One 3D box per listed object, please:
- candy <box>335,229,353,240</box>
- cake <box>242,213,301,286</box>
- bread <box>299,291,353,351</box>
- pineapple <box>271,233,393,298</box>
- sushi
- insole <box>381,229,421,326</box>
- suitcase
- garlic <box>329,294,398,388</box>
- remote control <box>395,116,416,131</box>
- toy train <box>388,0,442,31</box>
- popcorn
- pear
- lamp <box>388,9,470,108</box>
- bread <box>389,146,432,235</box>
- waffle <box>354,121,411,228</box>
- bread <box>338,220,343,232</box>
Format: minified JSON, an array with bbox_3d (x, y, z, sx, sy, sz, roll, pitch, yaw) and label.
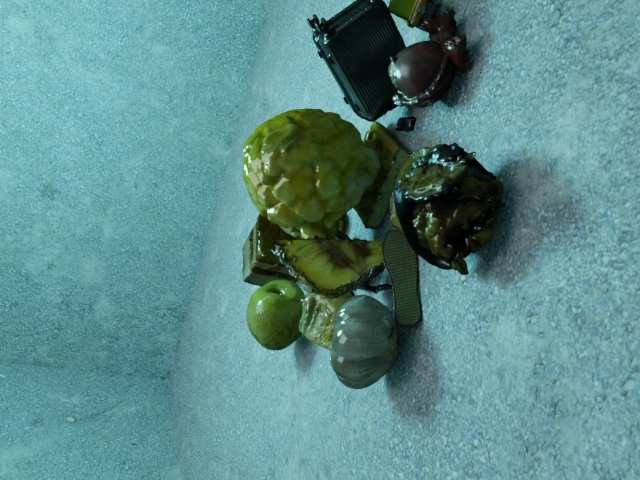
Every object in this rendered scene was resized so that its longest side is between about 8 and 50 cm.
[{"bbox_3d":[0.068,0.048,1.766,0.234,0.102,0.104,-127,53,-64],"label":"candy"},{"bbox_3d":[-0.184,0.065,2.256,0.293,0.196,0.199,128,144,-47],"label":"cake"},{"bbox_3d":[0.005,0.207,1.803,0.252,0.132,0.175,-125,48,-60],"label":"bread"},{"bbox_3d":[0.048,0.090,1.563,0.161,0.334,0.159,95,170,-56],"label":"pineapple"},{"bbox_3d":[0.260,-0.062,1.237,0.213,0.204,0.200,-42,19,3],"label":"sushi"},{"bbox_3d":[0.197,0.085,1.473,0.005,0.086,0.254,69,-167,-63],"label":"insole"},{"bbox_3d":[0.118,-0.478,1.597,0.202,0.312,0.128,-36,31,-1],"label":"suitcase"},{"bbox_3d":[0.108,0.237,1.467,0.228,0.152,0.228,5,-90,-77],"label":"garlic"},{"bbox_3d":[0.227,-0.314,1.669,0.096,0.014,0.039,-153,75,-69],"label":"remote control"},{"bbox_3d":[0.239,-0.599,1.594,0.219,0.127,0.089,-73,5,-71],"label":"toy train"},{"bbox_3d":[-0.039,-0.195,1.657,0.344,0.354,0.390,-38,64,4],"label":"popcorn"},{"bbox_3d":[-0.141,0.252,2.050,0.188,0.228,0.212,17,116,29],"label":"pear"},{"bbox_3d":[0.259,-0.419,1.492,0.223,0.151,0.215,-25,49,9],"label":"lamp"},{"bbox_3d":[0.245,-0.104,1.444,0.236,0.069,0.236,-170,90,-67],"label":"bread"},{"bbox_3d":[0.153,-0.186,1.734,0.221,0.055,0.248,-114,40,-56],"label":"waffle"},{"bbox_3d":[0.000,0.000,1.980,0.246,0.094,0.102,-63,36,37],"label":"bread"}]
